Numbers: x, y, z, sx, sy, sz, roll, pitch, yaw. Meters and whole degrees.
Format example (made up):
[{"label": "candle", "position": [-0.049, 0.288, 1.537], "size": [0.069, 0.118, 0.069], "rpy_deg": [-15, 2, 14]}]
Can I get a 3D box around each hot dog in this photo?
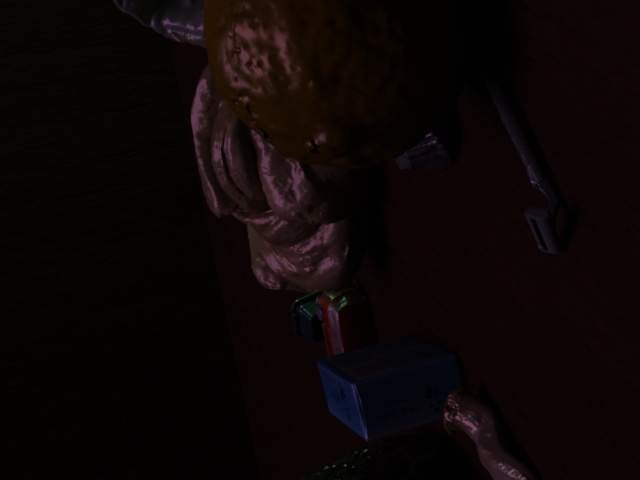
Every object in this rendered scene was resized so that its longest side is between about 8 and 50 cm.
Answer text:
[{"label": "hot dog", "position": [0.078, -0.198, 1.616], "size": [0.162, 0.081, 0.270], "rpy_deg": [83, 162, -78]}]

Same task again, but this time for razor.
[{"label": "razor", "position": [0.185, -0.094, 1.334], "size": [0.084, 0.036, 0.211], "rpy_deg": [54, -160, -62]}]

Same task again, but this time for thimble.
[{"label": "thimble", "position": [-0.184, -0.399, 2.037], "size": [0.288, 0.254, 0.167], "rpy_deg": [120, 174, -74]}]

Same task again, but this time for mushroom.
[{"label": "mushroom", "position": [0.201, 0.244, 1.658], "size": [0.202, 0.054, 0.059], "rpy_deg": [53, 162, 50]}]

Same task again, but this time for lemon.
[{"label": "lemon", "position": [0.020, -0.222, 1.395], "size": [0.268, 0.268, 0.322], "rpy_deg": [104, 174, -69]}]

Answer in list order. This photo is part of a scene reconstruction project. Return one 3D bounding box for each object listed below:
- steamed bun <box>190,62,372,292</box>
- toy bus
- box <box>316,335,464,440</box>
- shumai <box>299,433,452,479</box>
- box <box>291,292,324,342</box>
[{"label": "steamed bun", "position": [-0.056, -0.114, 2.041], "size": [0.372, 0.230, 0.325], "rpy_deg": [91, 158, -50]}, {"label": "toy bus", "position": [0.048, 0.156, 2.270], "size": [0.077, 0.079, 0.174], "rpy_deg": [-148, 44, -63]}, {"label": "box", "position": [0.092, 0.191, 1.889], "size": [0.232, 0.142, 0.083], "rpy_deg": [-173, 68, -78]}, {"label": "shumai", "position": [0.091, 0.480, 1.970], "size": [0.348, 0.395, 0.395], "rpy_deg": [55, 170, -2]}, {"label": "box", "position": [0.006, 0.125, 2.390], "size": [0.054, 0.099, 0.074], "rpy_deg": [37, 144, 49]}]
